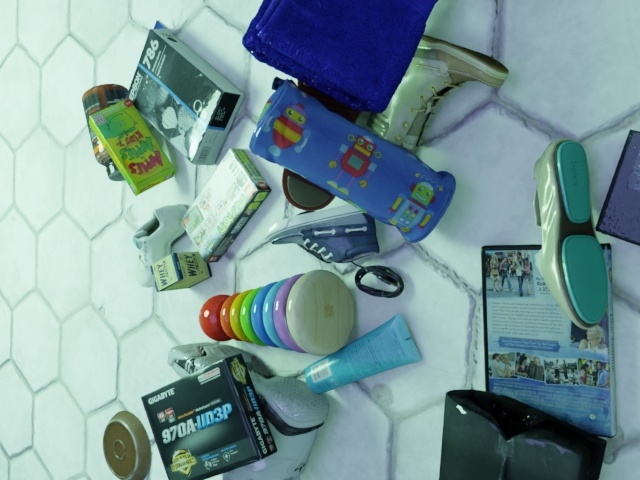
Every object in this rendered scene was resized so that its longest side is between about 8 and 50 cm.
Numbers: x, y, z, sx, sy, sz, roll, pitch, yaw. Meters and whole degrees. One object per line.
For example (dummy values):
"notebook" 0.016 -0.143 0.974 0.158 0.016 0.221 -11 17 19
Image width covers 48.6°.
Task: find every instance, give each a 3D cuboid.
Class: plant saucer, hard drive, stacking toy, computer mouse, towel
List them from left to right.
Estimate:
"plant saucer" -0.449 0.475 1.619 0.169 0.029 0.168 3 95 40
"stacking toy" -0.101 0.129 1.255 0.330 0.141 0.141 -7 88 45
"computer mouse" 0.043 0.024 1.186 0.242 0.041 0.071 37 93 28
"towel" 0.052 -0.353 0.988 0.228 0.076 0.308 26 80 -2
"hard drive" 0.408 -0.060 0.878 0.094 0.022 0.135 25 107 37

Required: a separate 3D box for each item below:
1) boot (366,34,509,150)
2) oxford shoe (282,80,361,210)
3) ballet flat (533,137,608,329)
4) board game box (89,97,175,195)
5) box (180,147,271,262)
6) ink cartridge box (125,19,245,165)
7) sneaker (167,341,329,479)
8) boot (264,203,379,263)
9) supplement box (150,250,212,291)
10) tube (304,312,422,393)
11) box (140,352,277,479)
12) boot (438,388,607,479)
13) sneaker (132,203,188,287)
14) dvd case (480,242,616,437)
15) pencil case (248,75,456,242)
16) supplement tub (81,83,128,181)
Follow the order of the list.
"boot" 0.164 -0.208 1.042 0.213 0.077 0.165 33 111 42
"oxford shoe" 0.012 -0.227 1.127 0.130 0.123 0.348 -96 26 -69
"ballet flat" 0.312 -0.007 0.910 0.086 0.086 0.248 -11 71 40
"board game box" -0.387 -0.193 1.461 0.181 0.092 0.043 57 156 3
"box" -0.187 -0.065 1.369 0.207 0.036 0.114 -49 62 30
"ink cartridge box" -0.298 -0.308 1.437 0.333 0.065 0.165 43 118 31
"sneaker" -0.157 0.326 1.294 0.366 0.137 0.210 17 100 35
"boot" 0.000 0.000 1.149 0.190 0.069 0.086 -14 78 20
"supplement box" -0.279 0.062 1.421 0.083 0.083 0.056 -27 75 38
"tube" 0.065 0.195 1.164 0.207 0.052 0.080 -30 86 32
"box" -0.194 0.311 1.210 0.220 0.051 0.175 -27 78 31
"boot" 0.171 0.422 0.998 0.367 0.146 0.444 11 107 27
"sneaker" -0.356 0.010 1.478 0.080 0.094 0.212 44 118 29
"dvd case" 0.308 0.130 0.972 0.181 0.022 0.252 -1 91 41
"pencil case" 0.042 -0.114 1.030 0.119 0.306 0.133 -61 9 -3
"supplement tub" -0.446 -0.231 1.535 0.106 0.106 0.197 -25 75 38
